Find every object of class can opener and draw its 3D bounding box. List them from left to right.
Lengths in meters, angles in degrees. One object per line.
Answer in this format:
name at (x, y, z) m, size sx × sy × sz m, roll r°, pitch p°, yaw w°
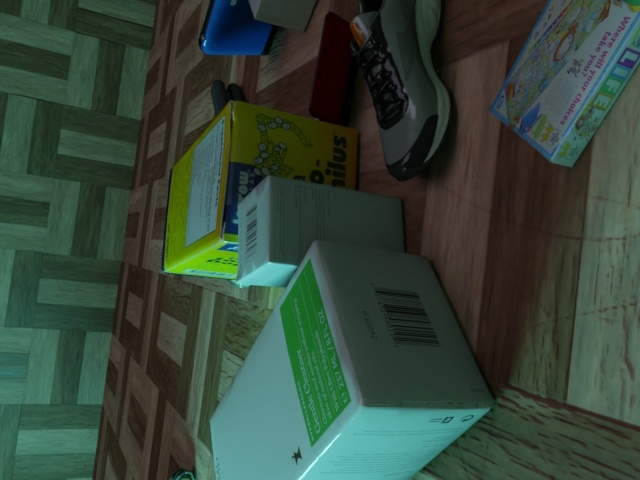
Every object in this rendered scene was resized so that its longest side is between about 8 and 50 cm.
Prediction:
can opener at (-0.201, -0.260, 1.316) m, size 0.093 × 0.074 × 0.280 m, roll -61°, pitch 33°, yaw 37°

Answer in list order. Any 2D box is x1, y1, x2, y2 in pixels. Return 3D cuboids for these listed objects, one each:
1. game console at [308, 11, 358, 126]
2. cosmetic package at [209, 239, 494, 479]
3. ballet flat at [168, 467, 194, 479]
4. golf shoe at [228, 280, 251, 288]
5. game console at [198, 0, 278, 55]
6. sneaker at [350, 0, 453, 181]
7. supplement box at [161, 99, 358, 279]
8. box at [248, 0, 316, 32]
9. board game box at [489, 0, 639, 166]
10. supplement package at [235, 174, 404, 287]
game console at (0.007, -0.246, 0.877) m, size 0.124 × 0.085 × 0.144 m, roll 22°, pitch 102°, yaw 63°
cosmetic package at (0.005, 0.197, 0.678) m, size 0.366 × 0.155 × 0.197 m, roll -59°, pitch 35°, yaw 36°
ballet flat at (-0.302, 0.595, 1.293) m, size 0.070 × 0.070 × 0.188 m, roll -44°, pitch 48°, yaw 51°
golf shoe at (-0.160, 0.010, 1.162) m, size 0.086 × 0.067 × 0.186 m, roll -58°, pitch 35°, yaw 37°
game console at (-0.136, -0.535, 1.168) m, size 0.173 × 0.250 × 0.293 m, roll 49°, pitch 131°, yaw 24°
sneaker at (0.082, -0.196, 0.690) m, size 0.100 × 0.108 × 0.272 m, roll -30°, pitch 58°, yaw 56°
supplement box at (-0.112, -0.051, 0.939) m, size 0.356 × 0.195 × 0.194 m, roll -18°, pitch 67°, yaw 62°
box at (-0.064, -0.447, 1.060) m, size 0.102 × 0.101 × 0.087 m, roll -62°, pitch 33°, yaw 38°
board game box at (0.214, -0.154, 0.499) m, size 0.154 × 0.026 × 0.103 m, roll -66°, pitch 30°, yaw 29°
supplement package at (0.000, 0.000, 0.713) m, size 0.105 × 0.179 × 0.105 m, roll -32°, pitch 54°, yaw 57°
